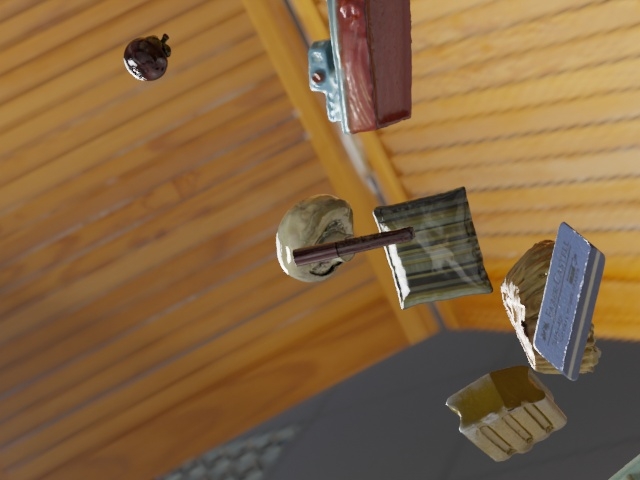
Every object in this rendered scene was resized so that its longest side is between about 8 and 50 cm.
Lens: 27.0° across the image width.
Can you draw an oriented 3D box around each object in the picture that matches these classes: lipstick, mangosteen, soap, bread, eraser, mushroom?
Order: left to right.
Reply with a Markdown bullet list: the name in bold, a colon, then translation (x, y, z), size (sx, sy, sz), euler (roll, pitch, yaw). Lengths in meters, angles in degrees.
- **mangosteen**: translation (-0.297, -0.313, 2.288), size (0.081, 0.081, 0.081), euler (-25, -168, 6)
- **mushroom**: translation (0.000, 0.000, 2.200), size (0.122, 0.154, 0.154), euler (25, -135, 33)
- **lipstick**: translation (0.048, 0.007, 1.882), size (0.176, 0.027, 0.027), euler (-12, -165, 11)
- **soap**: translation (0.300, 0.275, 2.129), size (0.140, 0.073, 0.232), euler (-33, 151, 7)
- **bread**: translation (0.445, 0.136, 2.606), size (0.149, 0.274, 0.274), euler (-15, -167, 1)
- **eraser**: translation (0.348, 0.087, 1.869), size (0.036, 0.225, 0.082), euler (-4, -151, -24)

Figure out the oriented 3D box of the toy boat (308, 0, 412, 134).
- **toy boat**: translation (0.047, -0.325, 1.947), size (0.133, 0.332, 0.145), euler (7, -162, 35)

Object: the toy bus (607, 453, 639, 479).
- **toy bus**: translation (0.282, 0.310, 1.275), size (0.271, 0.133, 0.165), euler (-42, 148, 10)

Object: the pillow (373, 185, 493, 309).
- **pillow**: translation (0.215, 0.017, 2.555), size (0.208, 0.212, 0.052), euler (-12, -174, 34)
